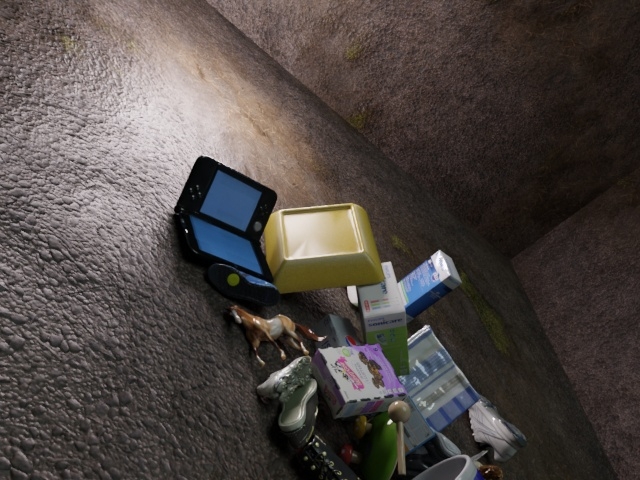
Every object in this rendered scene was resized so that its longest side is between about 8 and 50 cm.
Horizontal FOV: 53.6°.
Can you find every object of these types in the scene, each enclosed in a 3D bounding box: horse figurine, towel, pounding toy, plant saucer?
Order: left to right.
[{"bbox_3d":[-0.108,0.238,1.590,0.263,0.066,0.174,6,34,-46],"label":"horse figurine"},{"bbox_3d":[0.000,0.000,1.866,0.333,0.332,0.081,-100,-175,-49],"label":"plant saucer"},{"bbox_3d":[0.117,0.475,1.493,0.110,0.237,0.183,18,57,-9],"label":"pounding toy"},{"bbox_3d":[0.338,0.430,1.957,0.285,0.209,0.034,55,-16,10],"label":"towel"}]

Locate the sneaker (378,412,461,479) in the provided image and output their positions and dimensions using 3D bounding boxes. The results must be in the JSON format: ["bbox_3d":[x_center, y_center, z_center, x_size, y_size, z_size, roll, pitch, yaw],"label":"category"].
[{"bbox_3d":[0.227,0.547,1.680,0.268,0.153,0.101,24,-18,42],"label":"sneaker"}]

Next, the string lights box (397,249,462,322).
[{"bbox_3d":[0.374,0.169,2.300,0.076,0.259,0.133,33,29,-32],"label":"string lights box"}]

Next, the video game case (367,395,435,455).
[{"bbox_3d":[0.192,0.494,1.627,0.119,0.166,0.015,56,0,16],"label":"video game case"}]

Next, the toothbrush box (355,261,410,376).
[{"bbox_3d":[0.180,0.239,1.858,0.206,0.122,0.283,-100,-179,-49],"label":"toothbrush box"}]

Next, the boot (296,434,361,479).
[{"bbox_3d":[0.028,0.508,1.337,0.178,0.085,0.236,47,-10,2],"label":"boot"}]

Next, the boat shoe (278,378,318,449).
[{"bbox_3d":[-0.046,0.397,1.468,0.228,0.081,0.069,-59,130,-72],"label":"boat shoe"}]

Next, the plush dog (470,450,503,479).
[{"bbox_3d":[0.403,0.707,1.674,0.262,0.210,0.225,-34,107,-67],"label":"plush dog"}]

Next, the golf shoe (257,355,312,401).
[{"bbox_3d":[-0.084,0.320,1.498,0.176,0.086,0.069,-22,106,-61],"label":"golf shoe"}]

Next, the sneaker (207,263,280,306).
[{"bbox_3d":[-0.206,0.116,1.642,0.209,0.069,0.082,25,-4,-25],"label":"sneaker"}]

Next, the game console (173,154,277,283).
[{"bbox_3d":[-0.225,-0.056,1.708,0.293,0.250,0.173,26,-4,-43],"label":"game console"}]

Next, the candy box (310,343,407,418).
[{"bbox_3d":[0.092,0.346,1.574,0.196,0.070,0.165,2,42,-35],"label":"candy box"}]

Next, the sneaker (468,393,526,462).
[{"bbox_3d":[0.552,0.617,2.136,0.111,0.129,0.297,28,13,-35],"label":"sneaker"}]

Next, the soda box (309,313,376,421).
[{"bbox_3d":[0.070,0.345,1.720,0.098,0.091,0.286,20,36,-45],"label":"soda box"}]

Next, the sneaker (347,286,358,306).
[{"bbox_3d":[0.126,0.149,2.152,0.094,0.080,0.212,43,29,-43],"label":"sneaker"}]

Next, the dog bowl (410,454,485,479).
[{"bbox_3d":[0.259,0.608,1.439,0.104,0.265,0.265,56,24,9],"label":"dog bowl"}]
